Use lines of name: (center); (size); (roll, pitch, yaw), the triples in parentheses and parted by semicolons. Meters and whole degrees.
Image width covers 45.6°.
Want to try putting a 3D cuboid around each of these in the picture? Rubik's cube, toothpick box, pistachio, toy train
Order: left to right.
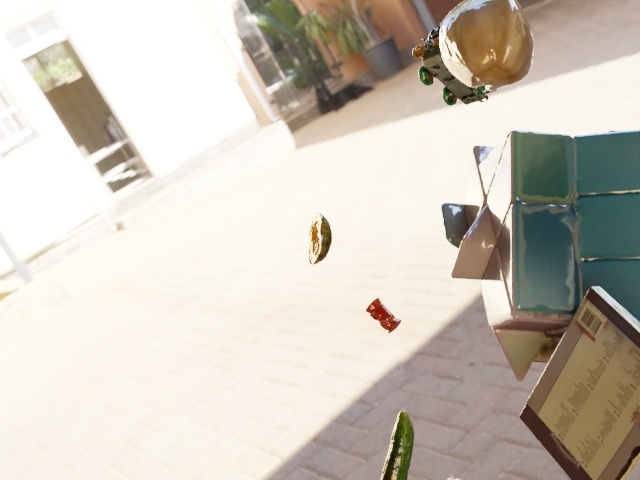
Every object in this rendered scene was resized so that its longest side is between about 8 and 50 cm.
toothpick box: (0.151, 0.180, 1.815); (0.047, 0.083, 0.047); (-41, -18, -16)
toy train: (0.280, -0.365, 1.565); (0.091, 0.228, 0.136); (-13, 54, 44)
pistachio: (0.268, -0.325, 1.226); (0.238, 0.138, 0.153); (-103, 34, -66)
Rubik's cube: (0.377, 0.021, 1.151); (0.358, 0.387, 0.368); (6, -12, -4)

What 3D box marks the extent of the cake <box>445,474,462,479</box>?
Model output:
cake: (0.295, 0.628, 1.708); (0.134, 0.147, 0.135); (-33, -12, -10)

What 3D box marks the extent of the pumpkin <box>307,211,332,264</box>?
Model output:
pumpkin: (0.001, 0.000, 1.106); (0.050, 0.028, 0.083); (136, 145, -54)

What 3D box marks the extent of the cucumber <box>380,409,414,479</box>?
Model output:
cucumber: (0.109, 0.330, 1.101); (0.039, 0.168, 0.039); (12, 2, -1)

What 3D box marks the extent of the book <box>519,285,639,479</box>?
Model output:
book: (0.336, 0.192, 0.920); (0.026, 0.231, 0.157); (-4, 38, -27)
